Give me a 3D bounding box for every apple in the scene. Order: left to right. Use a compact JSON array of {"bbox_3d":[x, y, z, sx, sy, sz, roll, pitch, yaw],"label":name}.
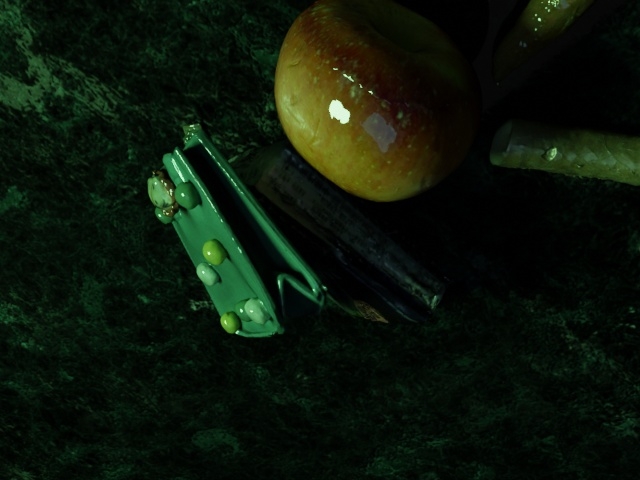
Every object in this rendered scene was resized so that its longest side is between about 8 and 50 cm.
[{"bbox_3d":[0.069,-0.177,1.148,0.272,0.251,0.206,36,130,14],"label":"apple"}]

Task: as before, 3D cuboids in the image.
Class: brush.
[{"bbox_3d":[-0.166,-0.092,1.410,0.034,0.027,0.190,-6,126,19],"label":"brush"}]

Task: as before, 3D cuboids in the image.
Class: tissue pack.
[{"bbox_3d":[0.000,0.000,1.335,0.332,0.123,0.245,40,161,-19],"label":"tissue pack"}]

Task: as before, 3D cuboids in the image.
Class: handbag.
[{"bbox_3d":[-0.126,0.009,1.210,0.274,0.100,0.269,55,164,-4],"label":"handbag"}]

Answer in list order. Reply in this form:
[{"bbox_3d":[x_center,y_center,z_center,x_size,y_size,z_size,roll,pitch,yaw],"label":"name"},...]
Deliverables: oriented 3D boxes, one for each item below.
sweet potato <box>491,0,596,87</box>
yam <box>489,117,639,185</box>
[{"bbox_3d":[0.303,-0.299,1.123,0.072,0.066,0.314,53,133,23],"label":"sweet potato"},{"bbox_3d":[0.408,-0.112,1.235,0.357,0.081,0.081,8,128,5],"label":"yam"}]
